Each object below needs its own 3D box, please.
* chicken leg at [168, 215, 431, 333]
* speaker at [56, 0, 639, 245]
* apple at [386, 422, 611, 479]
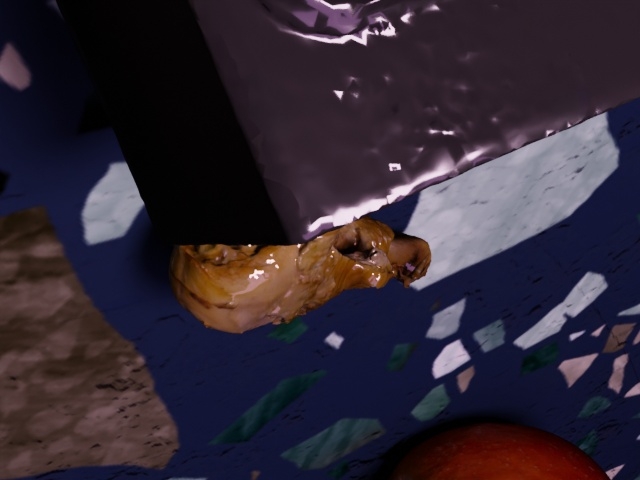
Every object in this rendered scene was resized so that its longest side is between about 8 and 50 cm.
[{"bbox_3d":[-0.002,0.002,0.814,0.207,0.085,0.101,-2,122,-49],"label":"chicken leg"},{"bbox_3d":[0.037,-0.123,0.530,0.254,0.184,0.232,-23,-174,-15],"label":"speaker"},{"bbox_3d":[0.140,0.255,1.097,0.201,0.218,0.218,18,123,-19],"label":"apple"}]
